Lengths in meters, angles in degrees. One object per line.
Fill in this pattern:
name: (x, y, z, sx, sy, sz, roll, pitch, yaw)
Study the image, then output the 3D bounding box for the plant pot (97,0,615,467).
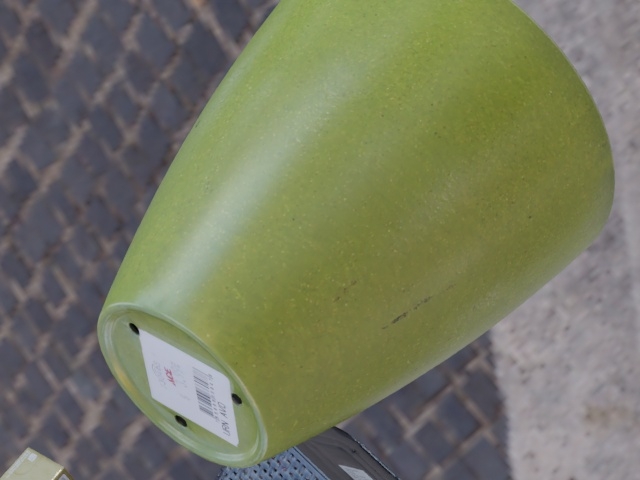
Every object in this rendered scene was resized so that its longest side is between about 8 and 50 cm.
plant pot: (0.000, 0.000, 1.301, 0.274, 0.293, 0.275, 29, 145, 23)

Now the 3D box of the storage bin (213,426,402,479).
storage bin: (0.012, 0.218, 1.576, 0.180, 0.122, 0.084, 39, 103, 42)

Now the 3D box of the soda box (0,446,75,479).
soda box: (-0.285, 0.272, 1.740, 0.061, 0.181, 0.058, 20, 151, 47)
